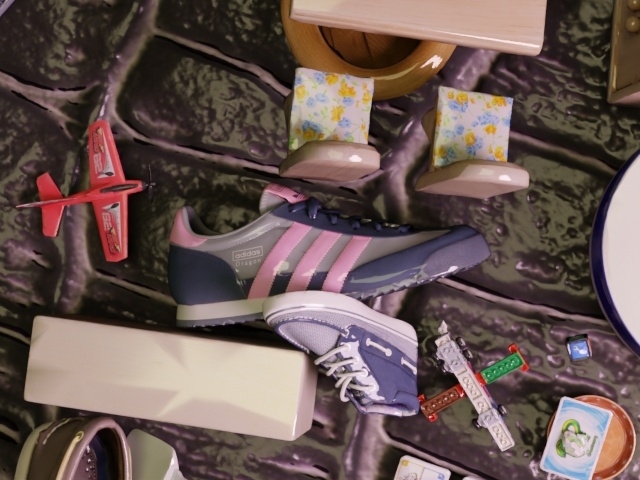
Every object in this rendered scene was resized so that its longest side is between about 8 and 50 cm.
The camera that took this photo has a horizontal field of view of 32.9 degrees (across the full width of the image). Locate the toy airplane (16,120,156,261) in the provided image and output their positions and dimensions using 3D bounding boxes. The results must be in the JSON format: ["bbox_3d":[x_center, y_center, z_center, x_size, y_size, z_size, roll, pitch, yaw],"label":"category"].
[{"bbox_3d":[-0.243,-0.045,1.135,0.151,0.028,0.151,-1,86,10],"label":"toy airplane"}]

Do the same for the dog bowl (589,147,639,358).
[{"bbox_3d":[0.385,0.010,0.993,0.264,0.104,0.265,0,87,9],"label":"dog bowl"}]

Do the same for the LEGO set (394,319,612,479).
[{"bbox_3d":[0.178,0.190,1.055,0.182,0.060,0.244,17,102,10],"label":"LEGO set"}]

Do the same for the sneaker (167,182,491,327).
[{"bbox_3d":[0.000,0.000,1.052,0.318,0.112,0.131,-10,88,7],"label":"sneaker"}]

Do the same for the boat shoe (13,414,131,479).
[{"bbox_3d":[-0.242,0.328,1.030,0.096,0.116,0.325,-19,59,43],"label":"boat shoe"}]

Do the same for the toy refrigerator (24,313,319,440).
[{"bbox_3d":[-0.144,0.136,1.073,0.269,0.102,0.094,6,88,9],"label":"toy refrigerator"}]

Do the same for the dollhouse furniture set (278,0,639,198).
[{"bbox_3d":[0.179,-0.224,0.901,0.394,0.256,0.362,6,86,-10],"label":"dollhouse furniture set"}]

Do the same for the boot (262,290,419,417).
[{"bbox_3d":[0.026,0.107,1.000,0.069,0.190,0.086,-29,55,39],"label":"boot"}]

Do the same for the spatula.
[{"bbox_3d":[-0.145,0.295,1.042,0.242,0.019,0.168,19,82,45],"label":"spatula"}]

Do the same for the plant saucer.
[{"bbox_3d":[0.261,0.191,1.049,0.083,0.013,0.084,-1,86,9],"label":"plant saucer"}]

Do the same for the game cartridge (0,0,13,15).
[{"bbox_3d":[-0.438,-0.288,1.169,0.196,0.060,0.294,43,94,13],"label":"game cartridge"}]

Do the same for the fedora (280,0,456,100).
[{"bbox_3d":[0.055,-0.227,1.071,0.194,0.079,0.194,-1,83,10],"label":"fedora"}]
